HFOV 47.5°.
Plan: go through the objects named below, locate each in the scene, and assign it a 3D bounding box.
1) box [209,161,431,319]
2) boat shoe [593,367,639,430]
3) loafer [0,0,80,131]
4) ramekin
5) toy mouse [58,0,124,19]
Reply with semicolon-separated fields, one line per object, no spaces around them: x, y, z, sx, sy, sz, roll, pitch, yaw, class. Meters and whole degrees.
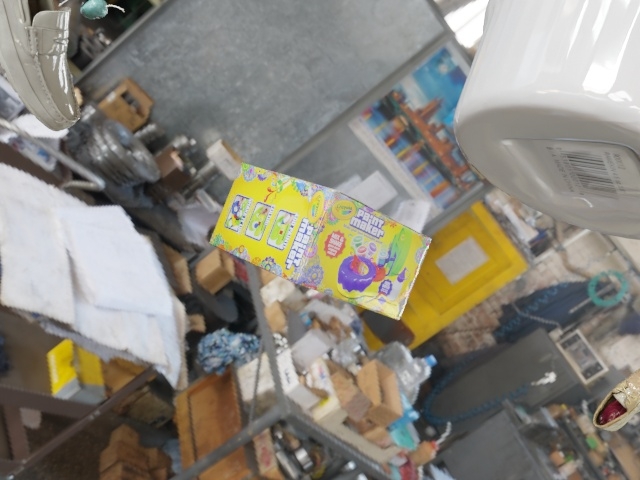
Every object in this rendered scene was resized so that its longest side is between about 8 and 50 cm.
0.000;0.000;1.394;0.290;0.177;0.279;24;-2;-43;box
0.481;0.250;1.144;0.045;0.135;0.050;9;29;-39;boat shoe
-0.429;-0.322;1.097;0.112;0.111;0.319;-82;159;-61;loafer
0.252;-0.109;0.629;0.277;0.135;0.277;25;-11;5;ramekin
-0.455;-0.510;1.485;0.143;0.161;0.031;43;8;17;toy mouse
